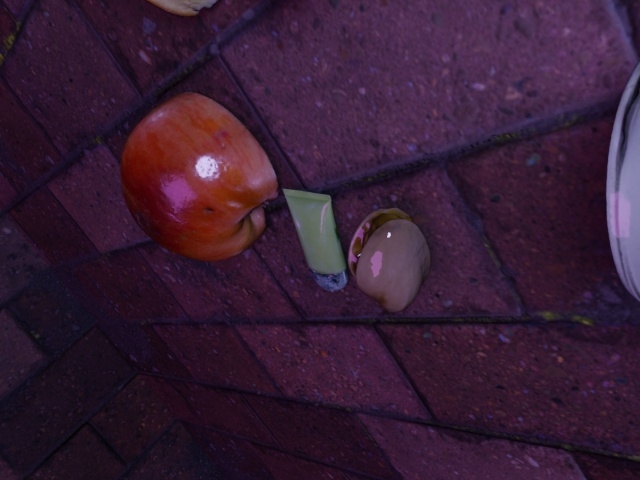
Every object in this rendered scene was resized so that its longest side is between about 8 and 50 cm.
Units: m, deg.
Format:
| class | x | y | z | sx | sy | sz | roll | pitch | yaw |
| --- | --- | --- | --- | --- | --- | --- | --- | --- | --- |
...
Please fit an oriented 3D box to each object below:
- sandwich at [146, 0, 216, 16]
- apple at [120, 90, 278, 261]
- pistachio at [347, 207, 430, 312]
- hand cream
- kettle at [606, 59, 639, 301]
| class | x | y | z | sx | sy | sz | roll | pitch | yaw |
| --- | --- | --- | --- | --- | --- | --- | --- | --- | --- |
| sandwich | -0.229 | -0.355 | 0.683 | 0.094 | 0.096 | 0.258 | -28 | 148 | 35 |
| apple | -0.215 | -0.073 | 0.972 | 0.251 | 0.163 | 0.293 | 35 | 147 | 17 |
| pistachio | 0.093 | 0.026 | 0.798 | 0.113 | 0.113 | 0.149 | 26 | 136 | 27 |
| hand cream | 0.000 | 0.000 | 0.924 | 0.095 | 0.046 | 0.175 | 13 | 129 | 41 |
| kettle | 0.382 | -0.034 | 0.364 | 0.317 | 0.264 | 0.205 | 4 | 98 | 45 |
